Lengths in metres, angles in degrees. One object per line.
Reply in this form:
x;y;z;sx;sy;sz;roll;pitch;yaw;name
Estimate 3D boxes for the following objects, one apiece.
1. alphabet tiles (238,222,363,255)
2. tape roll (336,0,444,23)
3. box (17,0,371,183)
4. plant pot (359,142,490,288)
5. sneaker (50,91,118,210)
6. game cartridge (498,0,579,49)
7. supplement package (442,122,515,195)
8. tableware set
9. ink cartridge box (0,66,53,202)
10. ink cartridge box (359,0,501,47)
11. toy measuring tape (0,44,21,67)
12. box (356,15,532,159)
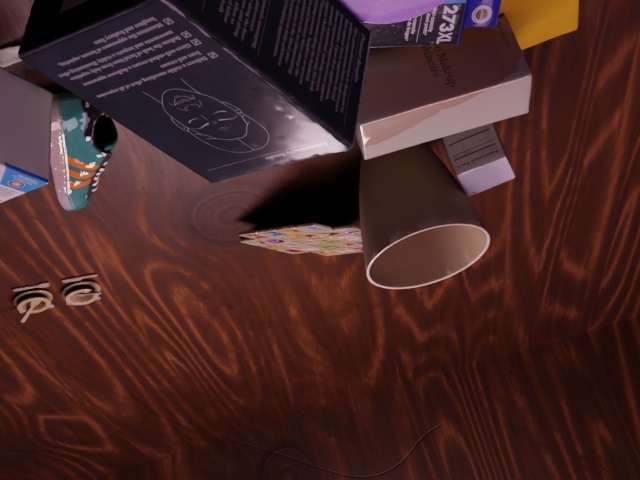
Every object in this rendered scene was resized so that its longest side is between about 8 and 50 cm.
0.000;0.000;2.415;0.342;0.011;0.285;-7;166;43;alphabet tiles
0.098;-0.456;1.582;0.274;0.090;0.275;-8;134;-9;tape roll
-0.165;-0.279;1.555;0.293;0.212;0.395;-11;148;38;box
0.182;-0.082;2.226;0.256;0.274;0.256;-13;153;-6;plant pot
-0.417;-0.152;1.940;0.121;0.108;0.302;-7;150;-10;sneaker
0.295;-0.414;1.916;0.323;0.053;0.285;-20;153;2;game cartridge
0.303;-0.199;2.175;0.105;0.179;0.105;-22;153;11;supplement package
-0.592;0.136;2.464;0.194;0.039;0.128;-10;153;-12;tableware set
-0.561;-0.153;1.696;0.232;0.168;0.171;-17;155;31;ink cartridge box
0.133;-0.399;1.752;0.370;0.069;0.176;-6;134;-14;ink cartridge box
-0.398;-0.275;1.712;0.330;0.121;0.121;-17;153;1;toy measuring tape
0.201;-0.268;1.922;0.311;0.148;0.121;-18;153;-2;box
